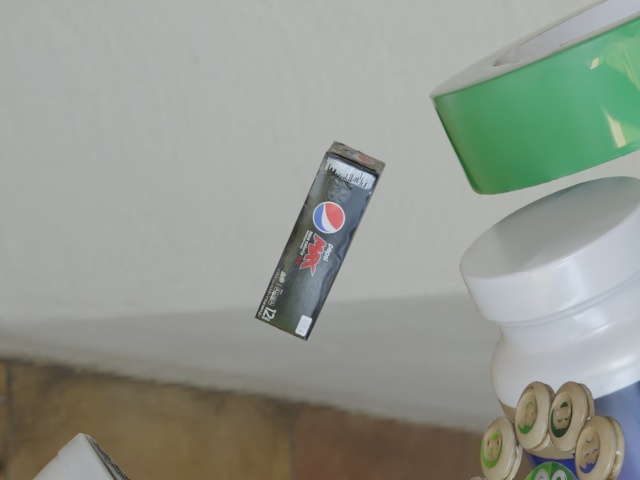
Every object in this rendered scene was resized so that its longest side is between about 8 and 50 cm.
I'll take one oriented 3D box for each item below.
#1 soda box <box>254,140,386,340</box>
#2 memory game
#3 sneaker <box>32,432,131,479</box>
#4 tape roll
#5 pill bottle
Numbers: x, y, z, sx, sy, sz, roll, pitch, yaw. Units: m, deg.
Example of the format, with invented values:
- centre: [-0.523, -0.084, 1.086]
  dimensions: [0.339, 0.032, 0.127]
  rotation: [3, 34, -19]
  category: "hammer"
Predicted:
- centre: [0.000, 0.000, 1.641]
  dimensions: [0.060, 0.053, 0.169]
  rotation: [-59, 174, -75]
  category: "soda box"
- centre: [0.109, 0.161, 0.946]
  dimensions: [0.012, 0.186, 0.186]
  rotation: [11, 70, -21]
  category: "memory game"
- centre: [-0.139, 0.245, 1.196]
  dimensions: [0.106, 0.123, 0.290]
  rotation: [54, -6, -32]
  category: "sneaker"
- centre: [0.232, -0.132, 1.234]
  dimensions: [0.077, 0.321, 0.321]
  rotation: [65, 28, -6]
  category: "tape roll"
- centre: [0.196, 0.103, 1.138]
  dimensions: [0.265, 0.153, 0.153]
  rotation: [63, 30, -14]
  category: "pill bottle"
